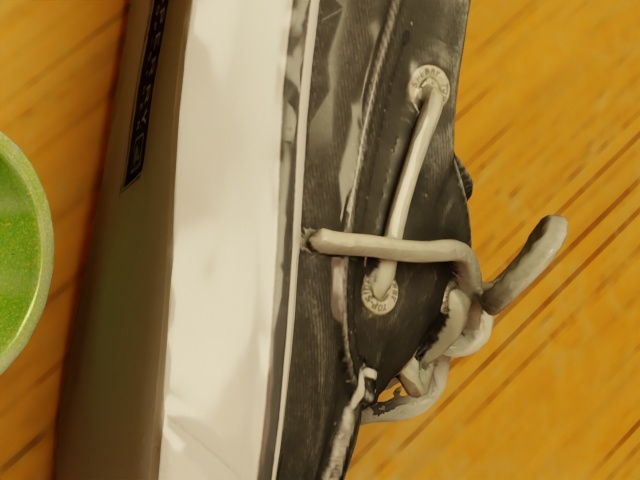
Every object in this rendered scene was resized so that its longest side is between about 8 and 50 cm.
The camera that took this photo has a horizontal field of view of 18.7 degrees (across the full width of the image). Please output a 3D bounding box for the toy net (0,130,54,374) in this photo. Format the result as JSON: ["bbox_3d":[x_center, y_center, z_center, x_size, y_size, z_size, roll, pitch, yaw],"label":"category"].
[{"bbox_3d":[-0.144,0.065,0.422,0.122,0.045,0.232,39,65,-49],"label":"toy net"}]

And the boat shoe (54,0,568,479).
[{"bbox_3d":[-0.001,0.000,0.496,0.105,0.113,0.306,10,74,-18],"label":"boat shoe"}]
